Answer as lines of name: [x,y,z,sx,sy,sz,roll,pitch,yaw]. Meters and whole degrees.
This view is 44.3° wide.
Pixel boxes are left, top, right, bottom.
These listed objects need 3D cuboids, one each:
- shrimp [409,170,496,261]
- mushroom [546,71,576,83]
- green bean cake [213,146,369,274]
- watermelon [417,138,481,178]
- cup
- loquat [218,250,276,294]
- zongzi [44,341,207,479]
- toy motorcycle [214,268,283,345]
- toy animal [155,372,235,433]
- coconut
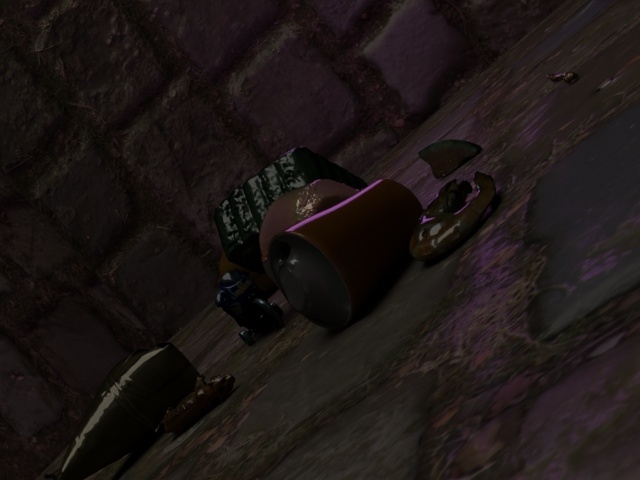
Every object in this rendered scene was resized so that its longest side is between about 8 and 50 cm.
shrimp: [0.215,-0.056,1.217,0.145,0.059,0.254,-32,11,46]
mushroom: [0.512,-0.349,1.672,0.286,0.028,0.026,-58,-26,-75]
green bean cake: [-0.047,-0.042,1.821,0.300,0.169,0.308,-37,-34,25]
watermelon: [0.308,-0.194,1.764,0.101,0.080,0.155,-5,-17,-27]
cup: [0.034,0.011,1.313,0.226,0.182,0.264,12,38,44]
loquat: [-0.211,0.081,2.451,0.208,0.208,0.208,-41,5,5]
zongzi: [-0.485,0.420,1.856,0.418,0.181,0.447,-45,4,-26]
toy motorcycle: [-0.178,0.146,1.832,0.113,0.169,0.315,-45,7,-20]
toy animal: [-0.254,0.322,1.557,0.241,0.057,0.099,-39,6,17]
coconut: [0.000,0.000,1.554,0.233,0.233,0.245,-45,13,-29]
